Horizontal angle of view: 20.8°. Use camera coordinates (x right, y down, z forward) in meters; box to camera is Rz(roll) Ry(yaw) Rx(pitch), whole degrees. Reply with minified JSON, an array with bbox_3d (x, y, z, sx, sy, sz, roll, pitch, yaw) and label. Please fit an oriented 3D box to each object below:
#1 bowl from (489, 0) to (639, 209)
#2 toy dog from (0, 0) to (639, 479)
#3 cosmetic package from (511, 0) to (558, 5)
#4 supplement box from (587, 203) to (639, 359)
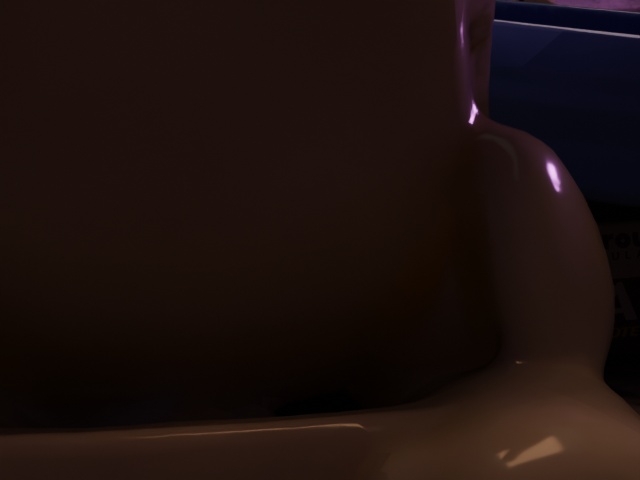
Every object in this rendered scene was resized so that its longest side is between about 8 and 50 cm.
[{"bbox_3d":[0.159,-0.075,0.890,0.391,0.077,0.391,6,9,-1],"label":"bowl"},{"bbox_3d":[-0.023,-0.122,0.596,0.285,0.407,0.395,-3,3,17],"label":"toy dog"},{"bbox_3d":[0.137,-0.069,1.298,0.129,0.153,0.296,33,-7,-1],"label":"cosmetic package"},{"bbox_3d":[0.162,0.016,0.946,0.130,0.073,0.239,-5,2,0],"label":"supplement box"}]
